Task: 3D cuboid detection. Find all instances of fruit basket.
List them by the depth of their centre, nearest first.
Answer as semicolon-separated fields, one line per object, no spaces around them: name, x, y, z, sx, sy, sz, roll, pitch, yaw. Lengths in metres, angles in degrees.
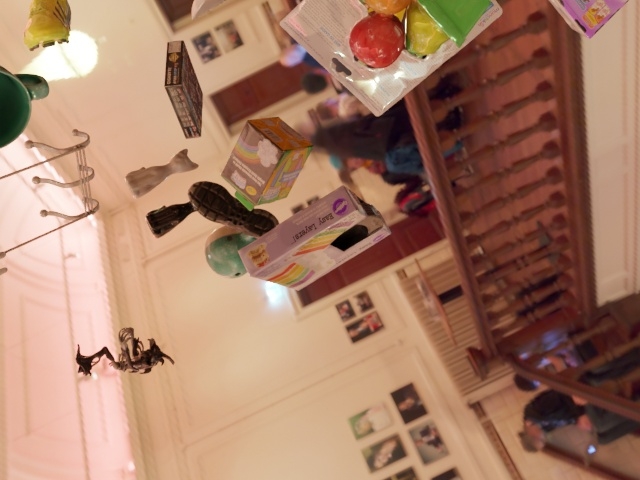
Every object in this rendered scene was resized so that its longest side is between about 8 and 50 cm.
fruit basket;0.149;-0.467;1.510;0.327;0.353;0.165;36;-147;-33

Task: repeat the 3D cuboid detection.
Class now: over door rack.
over door rack;-0.682;-0.103;1.725;0.108;0.324;0.239;30;138;22

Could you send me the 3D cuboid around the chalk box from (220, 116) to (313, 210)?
chalk box;-0.139;-0.175;1.770;0.132;0.213;0.132;42;-149;18

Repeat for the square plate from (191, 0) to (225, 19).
square plate;-0.169;-0.737;1.826;0.049;0.347;0.344;44;-134;-5

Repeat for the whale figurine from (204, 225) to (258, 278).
whale figurine;-0.213;0.036;2.210;0.216;0.272;0.141;109;150;-57

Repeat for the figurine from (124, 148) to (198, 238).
figurine;-0.424;-0.144;2.079;0.215;0.209;0.092;60;166;9

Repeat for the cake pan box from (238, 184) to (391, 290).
cake pan box;0.000;0.000;1.503;0.070;0.267;0.246;62;-168;18

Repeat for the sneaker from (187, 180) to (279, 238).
sneaker;-0.241;-0.069;1.983;0.267;0.101;0.106;29;168;-1

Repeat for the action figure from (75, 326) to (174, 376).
action figure;-0.570;0.324;2.130;0.164;0.276;0.140;154;113;-73

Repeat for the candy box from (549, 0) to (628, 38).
candy box;0.521;-0.510;1.362;0.165;0.196;0.070;34;-161;-34

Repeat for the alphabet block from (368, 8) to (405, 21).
alphabet block;0.116;-0.697;1.989;0.197;0.192;0.193;58;153;28

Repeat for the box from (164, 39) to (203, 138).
box;-0.384;-0.425;2.060;0.220;0.051;0.175;78;-173;-58

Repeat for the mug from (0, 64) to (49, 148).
mug;-0.501;-0.206;1.081;0.097;0.129;0.158;34;-165;34

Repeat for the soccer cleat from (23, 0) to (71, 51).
soccer cleat;-0.562;-0.462;1.481;0.289;0.093;0.121;-120;20;-61
